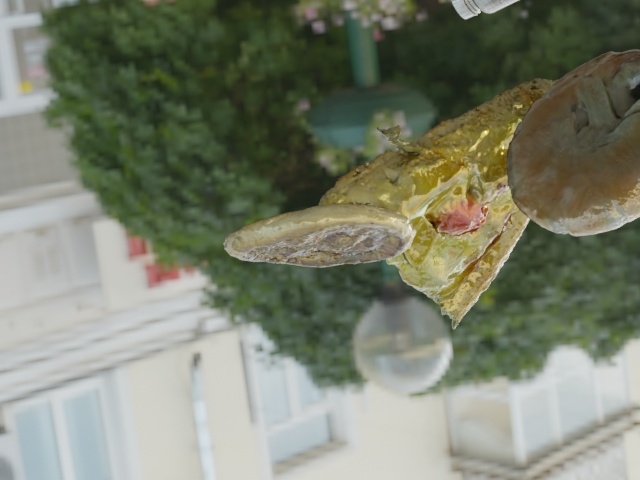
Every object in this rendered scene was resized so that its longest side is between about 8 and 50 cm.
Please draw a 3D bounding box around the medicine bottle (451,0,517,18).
[{"bbox_3d":[0.259,-0.378,2.316,0.140,0.079,0.079,-24,-178,26],"label":"medicine bottle"}]

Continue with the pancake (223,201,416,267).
[{"bbox_3d":[0.000,0.000,1.290,0.158,0.028,0.158,-4,167,-1],"label":"pancake"}]

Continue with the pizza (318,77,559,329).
[{"bbox_3d":[0.107,-0.021,1.554,0.288,0.280,0.075,-10,-141,-40],"label":"pizza"}]

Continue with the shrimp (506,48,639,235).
[{"bbox_3d":[0.304,-0.130,1.463,0.317,0.168,0.077,-40,149,6],"label":"shrimp"}]
